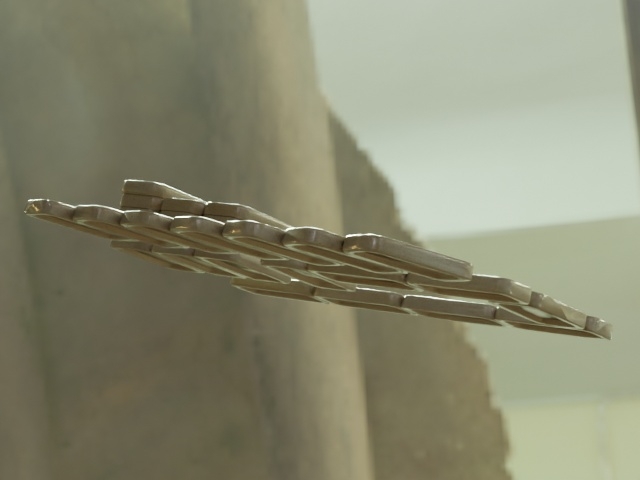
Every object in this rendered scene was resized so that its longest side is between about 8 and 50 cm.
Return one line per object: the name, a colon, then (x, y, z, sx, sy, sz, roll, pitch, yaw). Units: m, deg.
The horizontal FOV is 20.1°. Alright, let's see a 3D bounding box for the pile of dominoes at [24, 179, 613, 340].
pile of dominoes: (0.000, 0.000, 0.915, 0.251, 0.040, 0.196, 6, -11, 35)
